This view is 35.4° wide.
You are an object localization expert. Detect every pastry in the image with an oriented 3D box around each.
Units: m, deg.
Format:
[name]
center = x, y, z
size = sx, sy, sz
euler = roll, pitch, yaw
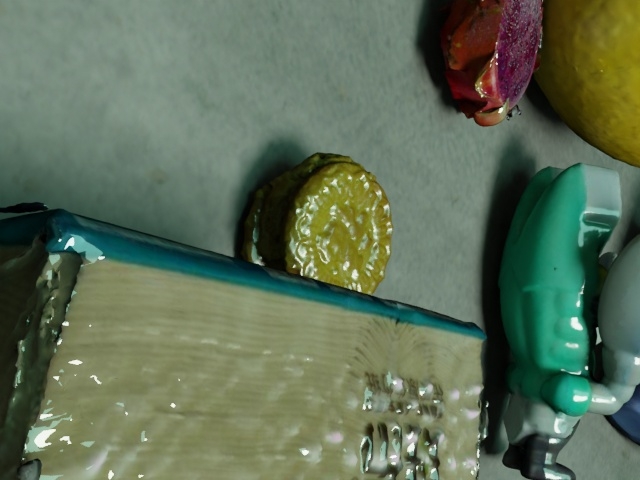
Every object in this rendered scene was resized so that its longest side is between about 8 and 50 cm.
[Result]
[pastry]
center = 0.000, 0.000, 0.628
size = 0.097, 0.057, 0.109
euler = 7, 86, -50

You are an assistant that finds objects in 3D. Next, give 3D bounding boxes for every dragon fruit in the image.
[dragon fruit]
center = 0.124, -0.153, 0.768
size = 0.112, 0.068, 0.126
euler = -32, 127, -53

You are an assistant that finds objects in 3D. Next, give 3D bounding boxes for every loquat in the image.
[loquat]
center = 0.312, -0.187, 0.845
size = 0.275, 0.275, 0.274
euler = -6, 97, -51

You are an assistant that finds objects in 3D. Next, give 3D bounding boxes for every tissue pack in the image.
[tissue pack]
center = -0.072, 0.080, 0.434
size = 0.271, 0.192, 0.133
euler = 18, 71, -49

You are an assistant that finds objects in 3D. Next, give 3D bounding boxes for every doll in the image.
[doll]
center = 0.219, 0.065, 0.863
size = 0.153, 0.195, 0.258
euler = 9, 115, -18

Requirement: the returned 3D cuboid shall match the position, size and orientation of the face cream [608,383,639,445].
[face cream]
center = 0.443, 0.117, 1.039
size = 0.249, 0.249, 0.225
euler = 49, 58, -41
